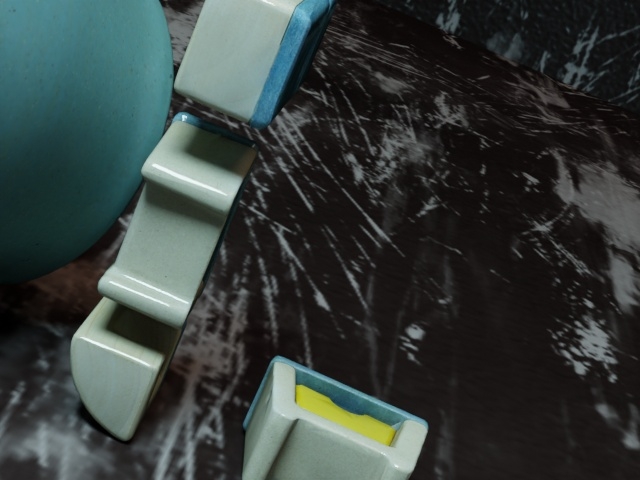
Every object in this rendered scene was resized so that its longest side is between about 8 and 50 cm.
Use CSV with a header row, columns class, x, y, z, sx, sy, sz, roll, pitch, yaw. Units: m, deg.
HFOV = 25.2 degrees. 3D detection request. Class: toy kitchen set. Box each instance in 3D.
class,x,y,z,sx,sy,sz,roll,pitch,yaw
toy kitchen set,0.000,0.000,0.656,0.166,0.207,0.122,24,18,-1

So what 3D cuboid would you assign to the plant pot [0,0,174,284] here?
class,x,y,z,sx,sy,sz,roll,pitch,yaw
plant pot,-0.208,-0.096,0.620,0.271,0.272,0.255,35,7,33
